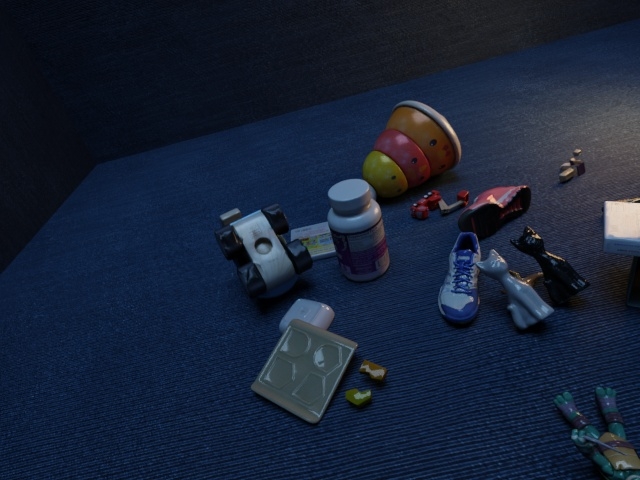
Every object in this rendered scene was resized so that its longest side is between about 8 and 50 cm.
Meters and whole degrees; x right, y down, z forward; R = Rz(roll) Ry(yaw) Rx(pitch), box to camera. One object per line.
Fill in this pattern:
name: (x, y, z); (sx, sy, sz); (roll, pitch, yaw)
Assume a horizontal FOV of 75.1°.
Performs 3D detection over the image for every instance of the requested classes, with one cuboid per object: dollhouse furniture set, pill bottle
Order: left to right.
pill bottle: (0.115, -0.032, 1.308); (0.169, 0.302, 0.169); (-11, 34, 8)
dollhouse furniture set: (0.897, -0.272, 1.537); (0.114, 0.091, 0.081); (-31, 21, -16)

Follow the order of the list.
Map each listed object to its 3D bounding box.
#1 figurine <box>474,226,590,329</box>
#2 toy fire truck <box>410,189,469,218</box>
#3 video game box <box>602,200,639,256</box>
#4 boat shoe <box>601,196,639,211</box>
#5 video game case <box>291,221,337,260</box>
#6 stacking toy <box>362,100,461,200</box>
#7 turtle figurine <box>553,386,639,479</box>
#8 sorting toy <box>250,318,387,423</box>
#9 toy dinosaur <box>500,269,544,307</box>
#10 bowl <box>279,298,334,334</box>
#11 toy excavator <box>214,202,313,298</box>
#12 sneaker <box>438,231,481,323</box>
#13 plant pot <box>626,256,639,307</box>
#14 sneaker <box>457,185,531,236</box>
figurine: (0.532, 0.088, 1.070); (0.214, 0.092, 0.209); (-28, 70, -16)
toy fire truck: (0.443, -0.133, 1.544); (0.192, 0.047, 0.135); (-35, 40, -25)
video game box: (0.770, -0.026, 0.970); (0.187, 0.048, 0.205); (6, 32, 32)
boat shoe: (0.951, -0.111, 1.300); (0.132, 0.049, 0.042); (-19, 42, 3)
video game case: (0.000, 0.000, 1.559); (0.226, 0.026, 0.206); (-12, 34, 4)
stacking toy: (0.291, -0.285, 1.681); (0.480, 0.351, 0.350); (-45, 40, -7)
turtle figurine: (0.525, 0.367, 0.738); (0.175, 0.118, 0.234); (4, 21, 3)
sorting toy: (0.000, 0.339, 1.049); (0.307, 0.041, 0.229); (15, 56, 31)
toy dinosaur: (0.557, 0.121, 1.141); (0.211, 0.064, 0.112); (-36, 67, -21)
bowl: (-0.044, 0.228, 1.227); (0.142, 0.053, 0.142); (10, 43, 31)
toy excavator: (-0.246, 0.024, 1.480); (0.222, 0.445, 0.433); (-28, 77, -18)
sneaker: (0.391, 0.095, 1.169); (0.111, 0.131, 0.296); (1, 39, 21)
plant pot: (0.868, 0.043, 1.027); (0.165, 0.166, 0.234); (8, 35, 32)
sneaker: (0.567, -0.103, 1.421); (0.313, 0.116, 0.136); (-23, 24, -22)
